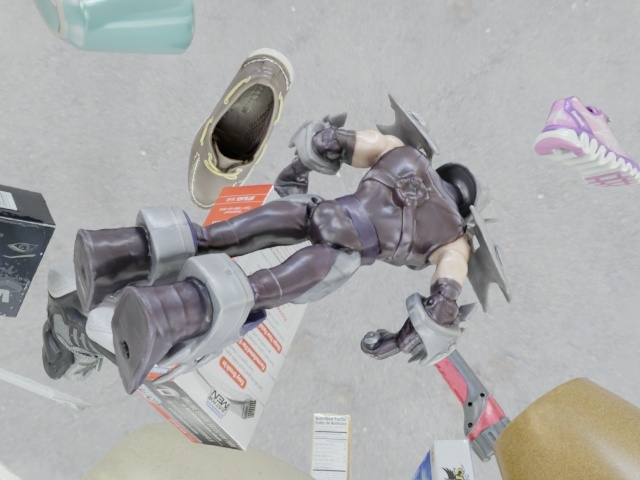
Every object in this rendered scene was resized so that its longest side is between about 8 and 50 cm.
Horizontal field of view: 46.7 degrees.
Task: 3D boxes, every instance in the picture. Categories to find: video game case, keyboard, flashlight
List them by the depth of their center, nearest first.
[{"bbox_3d":[-0.381,0.149,0.860,0.255,0.072,0.014,13,68,25],"label":"keyboard"},{"bbox_3d":[0.198,0.478,1.183,0.061,0.270,0.245,0,57,-4],"label":"video game case"},{"bbox_3d":[0.280,0.303,1.528,0.304,0.103,0.103,53,126,24],"label":"flashlight"}]

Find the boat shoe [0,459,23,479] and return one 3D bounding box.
[{"bbox_3d":[-0.588,0.425,1.328,0.063,0.184,0.066,25,60,40],"label":"boat shoe"}]

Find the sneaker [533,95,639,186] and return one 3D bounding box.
[{"bbox_3d":[0.447,-0.161,1.208,0.236,0.095,0.105,22,72,-33],"label":"sneaker"}]

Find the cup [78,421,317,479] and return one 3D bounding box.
[{"bbox_3d":[-0.164,0.353,0.859,0.237,0.331,0.331,39,92,18],"label":"cup"}]

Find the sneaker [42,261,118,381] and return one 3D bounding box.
[{"bbox_3d":[-0.311,0.148,1.049,0.268,0.101,0.153,34,114,39],"label":"sneaker"}]

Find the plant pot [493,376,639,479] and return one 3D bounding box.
[{"bbox_3d":[0.281,0.261,0.673,0.237,0.237,0.254,-40,57,3],"label":"plant pot"}]

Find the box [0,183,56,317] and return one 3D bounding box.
[{"bbox_3d":[-0.458,0.007,0.971,0.158,0.155,0.093,-59,44,19],"label":"box"}]

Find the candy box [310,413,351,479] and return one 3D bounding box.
[{"bbox_3d":[0.022,0.550,1.577,0.087,0.183,0.317,0,57,3],"label":"candy box"}]

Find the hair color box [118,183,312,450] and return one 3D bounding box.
[{"bbox_3d":[-0.062,0.051,0.532,0.053,0.093,0.167,-3,48,32],"label":"hair color box"}]

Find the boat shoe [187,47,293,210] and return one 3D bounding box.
[{"bbox_3d":[-0.147,-0.164,1.234,0.116,0.097,0.324,28,126,-12],"label":"boat shoe"}]

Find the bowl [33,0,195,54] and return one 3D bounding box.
[{"bbox_3d":[-0.314,-0.386,1.013,0.163,0.311,0.312,-24,88,-22],"label":"bowl"}]

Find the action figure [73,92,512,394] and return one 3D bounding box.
[{"bbox_3d":[0.000,0.000,0.466,0.284,0.099,0.185,-16,54,-27],"label":"action figure"}]
